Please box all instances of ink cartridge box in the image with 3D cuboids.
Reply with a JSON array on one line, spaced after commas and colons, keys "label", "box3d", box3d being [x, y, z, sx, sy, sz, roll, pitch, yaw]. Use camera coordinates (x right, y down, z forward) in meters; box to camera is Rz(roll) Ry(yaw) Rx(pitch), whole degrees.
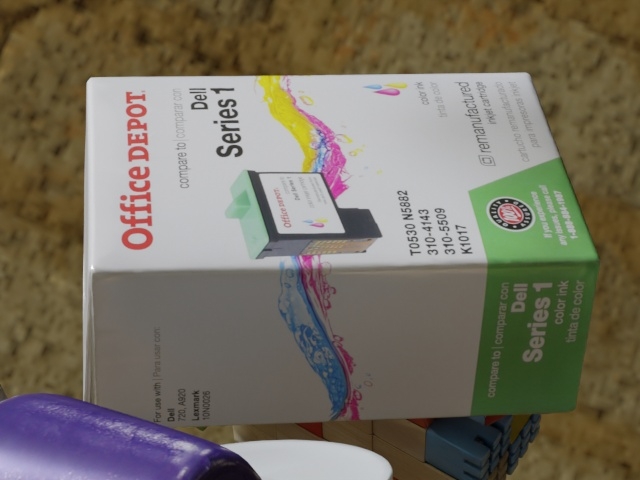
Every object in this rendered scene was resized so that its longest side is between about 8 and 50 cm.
[{"label": "ink cartridge box", "box3d": [0.000, 0.000, 1.041, 0.278, 0.201, 0.117, -1, -53, -7]}]

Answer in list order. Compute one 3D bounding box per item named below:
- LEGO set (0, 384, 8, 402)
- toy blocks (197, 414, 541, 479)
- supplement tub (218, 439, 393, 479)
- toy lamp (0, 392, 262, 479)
[{"label": "LEGO set", "box3d": [-0.273, 0.172, 1.136, 0.087, 0.227, 0.093, -5, -54, 21]}, {"label": "toy blocks", "box3d": [0.055, 0.113, 1.408, 0.261, 0.191, 0.381, 27, -31, 20]}, {"label": "supplement tub", "box3d": [-0.022, 0.203, 0.818, 0.144, 0.200, 0.144, -4, 9, 1]}, {"label": "toy lamp", "box3d": [-0.137, 0.081, 0.495, 0.274, 0.080, 0.080, -2, -31, 31]}]
